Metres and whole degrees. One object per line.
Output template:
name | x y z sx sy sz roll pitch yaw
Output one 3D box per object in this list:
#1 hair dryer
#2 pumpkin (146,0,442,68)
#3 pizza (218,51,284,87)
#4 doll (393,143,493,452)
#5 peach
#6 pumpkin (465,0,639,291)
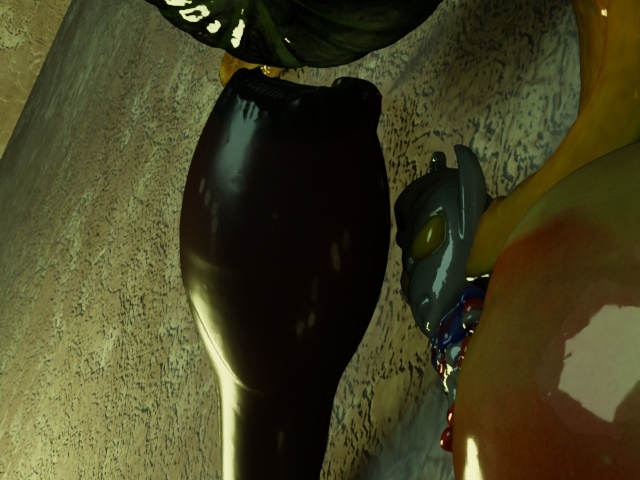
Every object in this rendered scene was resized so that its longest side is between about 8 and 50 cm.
hair dryer | 0.000 0.000 0.874 0.340 0.123 0.312 -64 -20 -60
pumpkin | -0.019 -0.231 0.798 0.250 0.250 0.216 -22 44 61
pizza | -0.042 -0.203 1.240 0.175 0.046 0.134 -6 65 66
doll | 0.075 0.025 0.727 0.104 0.062 0.194 70 -166 -51
peach | 0.133 0.052 0.418 0.184 0.184 0.184 -50 28 38
pumpkin | 0.161 -0.092 0.558 0.149 0.130 0.254 -20 53 53
